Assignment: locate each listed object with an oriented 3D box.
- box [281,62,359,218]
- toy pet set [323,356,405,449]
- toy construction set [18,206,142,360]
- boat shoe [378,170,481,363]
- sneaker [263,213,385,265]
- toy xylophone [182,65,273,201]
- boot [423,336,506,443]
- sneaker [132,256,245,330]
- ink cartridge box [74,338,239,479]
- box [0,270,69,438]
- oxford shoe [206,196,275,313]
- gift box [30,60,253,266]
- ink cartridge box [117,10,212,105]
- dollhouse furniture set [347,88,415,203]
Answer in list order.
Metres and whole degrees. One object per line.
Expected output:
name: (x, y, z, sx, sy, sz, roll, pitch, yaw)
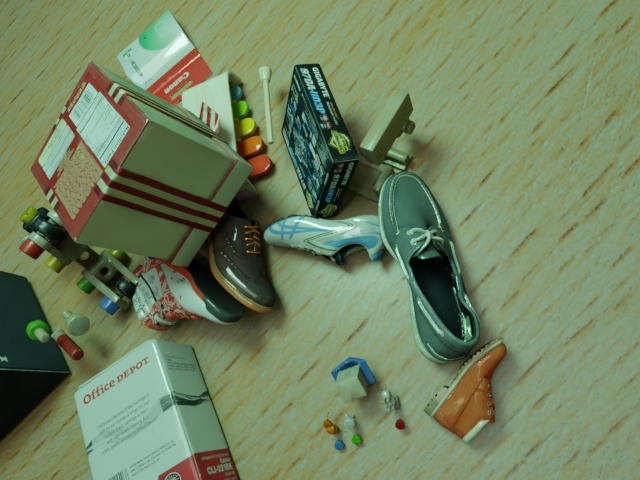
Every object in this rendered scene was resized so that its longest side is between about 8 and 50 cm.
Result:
box: (-0.009, -0.176, 0.853, 0.051, 0.175, 0.220, -11, 63, -19)
toy pet set: (0.059, 0.252, 0.754, 0.122, 0.065, 0.114, -24, 100, 16)
toy construction set: (-0.515, 0.058, 0.979, 0.237, 0.257, 0.309, 14, 86, 43)
boat shoe: (0.172, 0.023, 0.731, 0.116, 0.099, 0.320, -7, 71, -11)
sneaker: (0.000, 0.000, 0.840, 0.237, 0.085, 0.086, -1, 77, 25)
toy xylophone: (-0.190, -0.230, 0.994, 0.236, 0.081, 0.323, -10, 69, 19)
boot: (0.232, 0.217, 0.688, 0.084, 0.059, 0.158, 40, 98, 25)
sneaker: (-0.253, 0.121, 0.882, 0.270, 0.090, 0.145, 32, 103, 34)
ink cartridge box: (-0.290, 0.340, 0.822, 0.197, 0.114, 0.273, -34, 64, 9)
box: (-0.742, 0.258, 0.996, 0.294, 0.182, 0.296, -44, 64, 5)
oxford shoe: (-0.149, 0.013, 0.876, 0.098, 0.096, 0.271, -47, 61, 20)
gift box: (-0.299, -0.138, 0.828, 0.255, 0.258, 0.276, -50, 58, 13)
ink cartridge box: (-0.388, -0.435, 1.164, 0.181, 0.056, 0.225, -37, 61, 7)
dollhouse furniture set: (0.080, -0.174, 0.827, 0.123, 0.151, 0.144, 28, 82, 28)
